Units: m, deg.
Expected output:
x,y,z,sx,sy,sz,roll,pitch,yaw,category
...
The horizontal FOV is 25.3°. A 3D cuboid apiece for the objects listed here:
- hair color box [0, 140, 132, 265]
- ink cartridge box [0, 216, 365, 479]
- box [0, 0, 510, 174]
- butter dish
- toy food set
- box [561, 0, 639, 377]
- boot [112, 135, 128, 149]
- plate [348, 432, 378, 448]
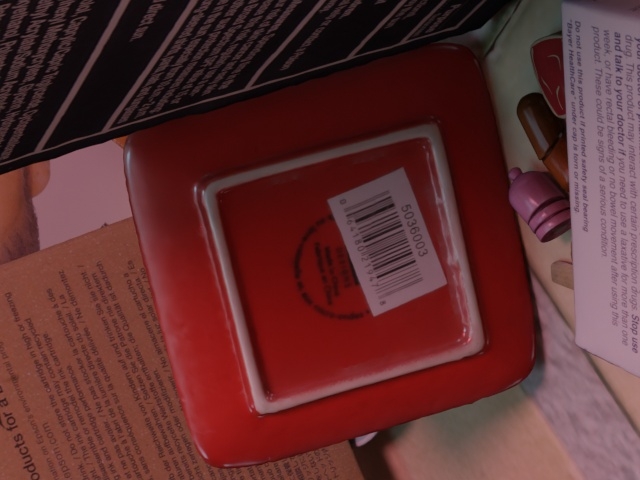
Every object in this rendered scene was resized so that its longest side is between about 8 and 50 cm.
x,y,z,sx,sy,sz,roll,pitch,yaw,category
-0.210,0.019,0.958,0.110,0.185,0.339,26,132,51,hair color box
-0.092,0.111,0.756,0.088,0.193,0.235,-27,85,62,ink cartridge box
-0.036,-0.162,0.408,0.183,0.294,0.296,66,152,8,box
0.000,0.000,0.644,0.118,0.160,0.160,-134,29,-75,butter dish
0.099,-0.029,0.558,0.078,0.019,0.122,24,129,53,toy food set
0.146,-0.012,0.433,0.137,0.072,0.126,28,133,51,box
-0.082,-0.089,0.783,0.152,0.073,0.197,102,149,-45,boot
-0.011,0.024,0.784,0.188,0.024,0.188,38,139,43,plate
